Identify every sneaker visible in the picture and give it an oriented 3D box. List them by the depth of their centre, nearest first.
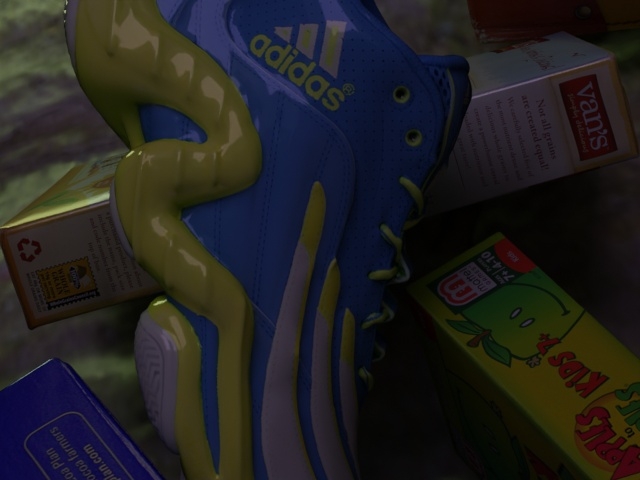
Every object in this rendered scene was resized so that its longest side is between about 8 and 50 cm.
[{"bbox_3d":[0.000,0.000,0.556,0.126,0.240,0.091,-19,-2,14],"label":"sneaker"}]

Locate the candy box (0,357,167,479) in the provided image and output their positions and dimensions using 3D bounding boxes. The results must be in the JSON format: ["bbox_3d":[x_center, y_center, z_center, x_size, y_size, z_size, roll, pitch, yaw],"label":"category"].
[{"bbox_3d":[-0.134,0.220,0.477,0.317,0.122,0.268,-32,44,-16],"label":"candy box"}]

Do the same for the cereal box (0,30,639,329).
[{"bbox_3d":[0.001,-0.031,0.697,0.240,0.047,0.173,-15,9,5],"label":"cereal box"}]

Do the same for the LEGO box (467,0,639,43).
[{"bbox_3d":[0.127,-0.402,0.733,0.193,0.500,0.372,-5,41,15],"label":"LEGO box"}]

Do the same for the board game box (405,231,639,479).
[{"bbox_3d":[0.101,0.084,0.558,0.043,0.092,0.181,-30,42,-13],"label":"board game box"}]
